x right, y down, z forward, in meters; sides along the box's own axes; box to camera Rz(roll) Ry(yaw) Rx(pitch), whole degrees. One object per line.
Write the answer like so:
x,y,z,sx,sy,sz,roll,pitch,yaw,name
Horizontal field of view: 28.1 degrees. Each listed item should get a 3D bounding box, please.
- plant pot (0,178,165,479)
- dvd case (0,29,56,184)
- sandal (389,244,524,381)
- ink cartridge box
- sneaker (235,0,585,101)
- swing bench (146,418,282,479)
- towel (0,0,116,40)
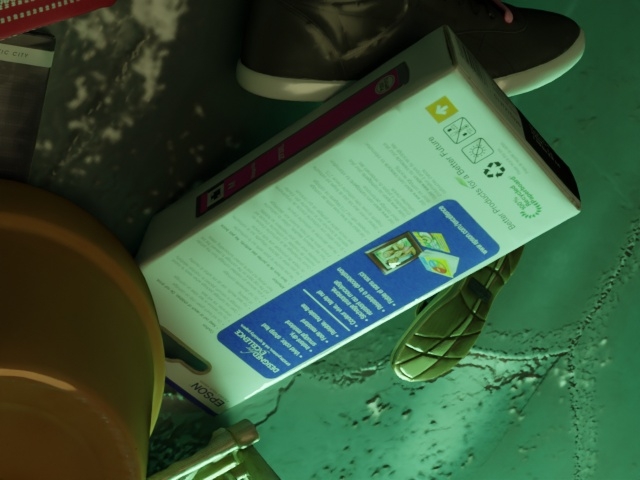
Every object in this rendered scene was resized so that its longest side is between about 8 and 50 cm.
-0.235,0.125,0.874,0.290,0.203,0.291,-8,115,-17,plant pot
-0.290,-0.054,0.911,0.164,0.018,0.221,6,110,-27,dvd case
0.119,0.049,1.147,0.072,0.049,0.180,43,75,-39,sandal
0.000,0.000,1.003,0.371,0.069,0.176,-33,127,21,ink cartridge box
0.082,-0.192,0.978,0.295,0.104,0.147,-6,120,-19,sneaker
-0.123,0.279,0.999,0.253,0.255,0.165,-28,127,-13,swing bench
-0.225,-0.262,0.811,0.199,0.031,0.275,-27,125,-38,towel
